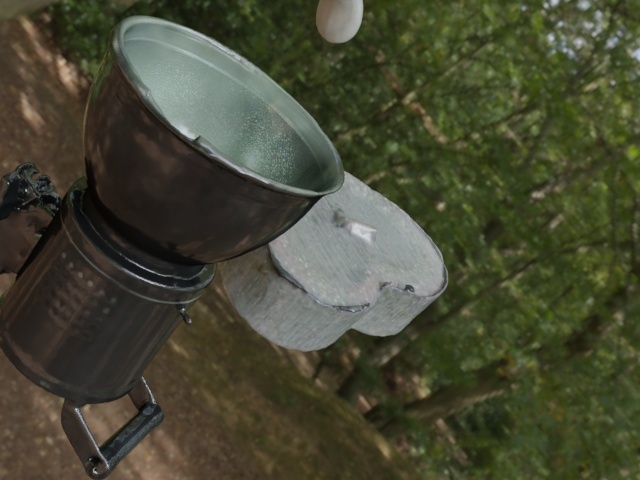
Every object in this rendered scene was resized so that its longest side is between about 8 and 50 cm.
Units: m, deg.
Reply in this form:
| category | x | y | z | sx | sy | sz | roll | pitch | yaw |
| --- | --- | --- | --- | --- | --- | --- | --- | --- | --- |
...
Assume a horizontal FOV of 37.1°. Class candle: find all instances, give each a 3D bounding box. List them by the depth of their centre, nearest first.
| category | x | y | z | sx | sy | sz | roll | pitch | yaw |
| --- | --- | --- | --- | --- | --- | --- | --- | --- | --- |
| candle | 0.000 | 0.000 | 0.722 | 0.192 | 0.068 | 0.168 | -2 | 51 | -48 |

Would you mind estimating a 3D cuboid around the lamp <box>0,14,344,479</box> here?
| category | x | y | z | sx | sy | sz | roll | pitch | yaw |
| --- | --- | --- | --- | --- | --- | --- | --- | --- | --- |
| lamp | -0.117 | 0.000 | 0.554 | 0.172 | 0.227 | 0.147 | 41 | 23 | 1 |

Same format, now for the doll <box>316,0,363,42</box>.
| category | x | y | z | sx | sy | sz | roll | pitch | yaw |
| --- | --- | --- | --- | --- | --- | --- | --- | --- | --- |
| doll | 0.055 | -0.471 | 1.226 | 0.187 | 0.365 | 0.376 | 42 | 2 | 12 |
